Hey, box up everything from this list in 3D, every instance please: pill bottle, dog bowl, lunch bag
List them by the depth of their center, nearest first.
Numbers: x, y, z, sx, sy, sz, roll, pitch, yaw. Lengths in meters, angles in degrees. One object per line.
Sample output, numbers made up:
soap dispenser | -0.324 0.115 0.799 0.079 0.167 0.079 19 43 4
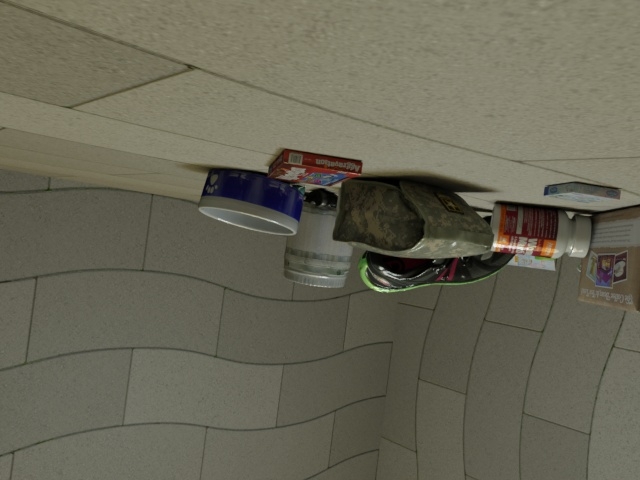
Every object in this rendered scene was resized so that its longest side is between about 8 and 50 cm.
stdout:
lunch bag | 0.208 -0.040 1.258 0.235 0.168 0.287 8 -176 -40
pill bottle | 0.529 -0.021 1.394 0.221 0.121 0.121 7 179 14
dog bowl | -0.180 -0.097 1.507 0.265 0.104 0.265 13 172 2

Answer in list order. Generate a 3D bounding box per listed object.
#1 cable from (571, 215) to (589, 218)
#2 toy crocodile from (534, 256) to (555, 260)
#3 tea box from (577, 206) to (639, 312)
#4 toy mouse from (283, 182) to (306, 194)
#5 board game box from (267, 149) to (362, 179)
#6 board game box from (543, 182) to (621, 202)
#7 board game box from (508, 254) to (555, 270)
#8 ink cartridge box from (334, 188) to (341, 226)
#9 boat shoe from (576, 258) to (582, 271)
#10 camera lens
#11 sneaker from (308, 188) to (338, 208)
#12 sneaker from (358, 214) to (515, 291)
cable | 0.765 -0.013 1.491 0.287 0.072 0.140 6 -176 -42
toy crocodile | 0.675 -0.001 1.838 0.341 0.115 0.105 7 179 -8
tea box | 0.780 0.058 1.230 0.324 0.219 0.329 6 179 5
toy mouse | -0.095 -0.141 1.599 0.143 0.031 0.161 7 179 38
board game box | -0.021 -0.140 1.149 0.145 0.027 0.281 9 179 -11
board game box | 0.461 -0.084 1.014 0.090 0.020 0.090 8 180 -11
board game box | 0.696 0.018 2.106 0.318 0.065 0.319 7 164 25
ink cartridge box | 0.108 -0.064 1.621 0.078 0.134 0.231 6 179 16
boat shoe | 0.873 0.066 1.774 0.136 0.156 0.367 17 -165 27
camera lens | 0.000 0.000 1.865 0.220 0.274 0.219 8 -176 -1
sneaker | 0.020 -0.119 1.670 0.089 0.051 0.170 7 -176 -17
sneaker | 0.348 0.031 1.593 0.483 0.185 0.202 -16 162 -5
